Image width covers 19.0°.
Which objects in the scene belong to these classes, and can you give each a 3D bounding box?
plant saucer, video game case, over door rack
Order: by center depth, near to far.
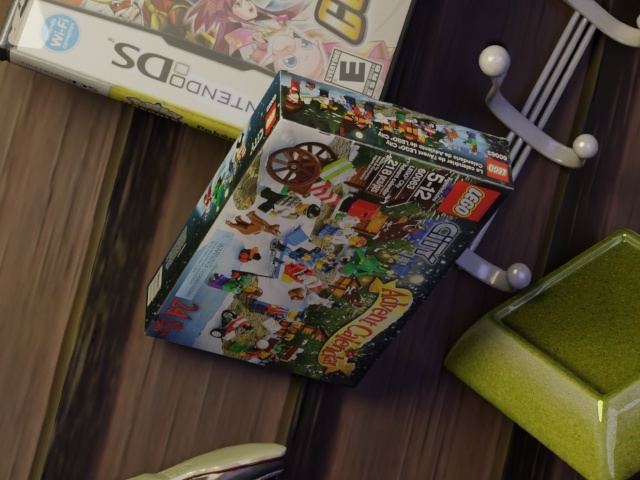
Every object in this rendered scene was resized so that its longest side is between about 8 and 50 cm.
[{"bbox_3d":[-0.050,-0.205,1.259,0.248,0.035,0.275,19,78,-4],"label":"video game case"},{"bbox_3d":[0.068,-0.143,1.326,0.324,0.108,0.239,33,76,-16],"label":"over door rack"},{"bbox_3d":[0.207,0.065,1.327,0.188,0.188,0.045,-31,129,-19],"label":"plant saucer"}]

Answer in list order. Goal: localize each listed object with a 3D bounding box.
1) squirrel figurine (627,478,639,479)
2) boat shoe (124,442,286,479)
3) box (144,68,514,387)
[{"bbox_3d":[0.313,0.287,1.347,0.397,0.281,0.370,54,53,-37],"label":"squirrel figurine"},{"bbox_3d":[-0.084,0.172,1.289,0.137,0.049,0.043,-17,97,-18],"label":"boat shoe"},{"bbox_3d":[0.000,0.000,1.238,0.159,0.233,0.044,16,47,-18],"label":"box"}]
